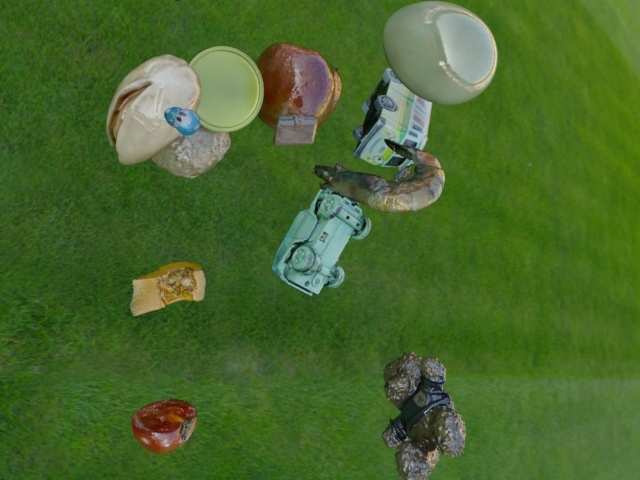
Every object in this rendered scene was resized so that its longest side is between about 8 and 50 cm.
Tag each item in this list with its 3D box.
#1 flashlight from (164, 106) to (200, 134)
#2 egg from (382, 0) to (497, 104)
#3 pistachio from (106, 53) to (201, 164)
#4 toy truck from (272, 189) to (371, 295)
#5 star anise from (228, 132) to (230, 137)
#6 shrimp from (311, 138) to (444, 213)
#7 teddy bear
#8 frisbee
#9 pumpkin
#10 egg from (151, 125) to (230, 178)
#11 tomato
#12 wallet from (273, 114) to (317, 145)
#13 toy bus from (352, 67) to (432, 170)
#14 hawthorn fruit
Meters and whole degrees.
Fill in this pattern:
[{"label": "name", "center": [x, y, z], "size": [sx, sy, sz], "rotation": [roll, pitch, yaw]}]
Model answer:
[{"label": "flashlight", "center": [-0.281, -0.241, 1.010], "size": [0.051, 0.129, 0.051], "rotation": [-12, 113, -31]}, {"label": "egg", "center": [0.241, -0.389, 1.043], "size": [0.253, 0.189, 0.188], "rotation": [34, 47, 15]}, {"label": "pistachio", "center": [-0.434, -0.329, 1.296], "size": [0.193, 0.318, 0.214], "rotation": [55, 28, 13]}, {"label": "toy truck", "center": [0.000, 0.000, 1.325], "size": [0.155, 0.156, 0.279], "rotation": [32, 85, -41]}, {"label": "star anise", "center": [-0.423, -0.518, 1.951], "size": [0.346, 0.148, 0.238], "rotation": [4, 76, -20]}, {"label": "shrimp", "center": [0.095, -0.109, 0.807], "size": [0.150, 0.217, 0.051], "rotation": [-54, 148, -29]}, {"label": "teddy bear", "center": [0.172, 0.296, 0.846], "size": [0.129, 0.182, 0.251], "rotation": [35, 16, -19]}, {"label": "frisbee", "center": [-0.273, -0.425, 1.428], "size": [0.235, 0.017, 0.236], "rotation": [-9, 113, -22]}, {"label": "pumpkin", "center": [-0.510, 0.153, 1.680], "size": [0.247, 0.126, 0.131], "rotation": [-7, 111, -24]}, {"label": "egg", "center": [-0.415, -0.334, 1.555], "size": [0.279, 0.279, 0.310], "rotation": [5, 52, -44]}, {"label": "tomato", "center": [-0.366, 0.446, 1.188], "size": [0.159, 0.139, 0.091], "rotation": [-27, 124, -68]}, {"label": "wallet", "center": [-0.088, -0.384, 1.767], "size": [0.152, 0.118, 0.039], "rotation": [-4, 47, -23]}, {"label": "toy bus", "center": [0.187, -0.298, 1.254], "size": [0.164, 0.134, 0.276], "rotation": [27, 48, -11]}, {"label": "hawthorn fruit", "center": [-0.114, -0.612, 2.127], "size": [0.402, 0.402, 0.403], "rotation": [11, 73, -42]}]
